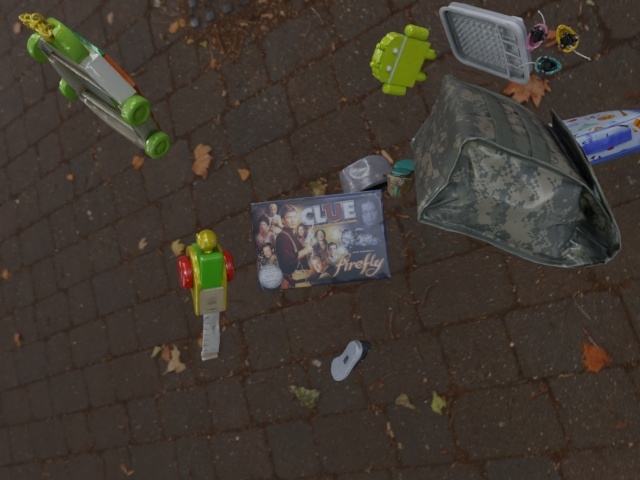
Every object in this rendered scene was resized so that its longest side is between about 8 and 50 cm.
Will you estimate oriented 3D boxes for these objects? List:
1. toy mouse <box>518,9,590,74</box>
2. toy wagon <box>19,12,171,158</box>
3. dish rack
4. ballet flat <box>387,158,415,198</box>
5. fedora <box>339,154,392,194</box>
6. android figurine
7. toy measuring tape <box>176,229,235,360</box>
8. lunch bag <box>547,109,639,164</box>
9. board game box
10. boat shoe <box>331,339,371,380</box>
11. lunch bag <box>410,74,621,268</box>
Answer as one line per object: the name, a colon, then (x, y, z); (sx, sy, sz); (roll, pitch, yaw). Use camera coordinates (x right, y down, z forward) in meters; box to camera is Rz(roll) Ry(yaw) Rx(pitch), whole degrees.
toy mouse: (0.525, -0.445, 1.106); (0.161, 0.031, 0.143); (58, 147, 2)
toy wagon: (-0.424, -0.297, 0.898); (0.267, 0.344, 0.068); (34, 74, 11)
dish rack: (0.577, -0.686, 1.624); (0.072, 0.285, 0.333); (-51, 53, 0)
ballet flat: (0.192, -0.142, 1.108); (0.073, 0.206, 0.067); (16, 112, 19)
fedora: (0.166, -0.231, 1.757); (0.276, 0.244, 0.124); (-21, 84, -16)
android figurine: (0.294, -0.648, 1.715); (0.056, 0.273, 0.248); (51, 131, 40)
toy measuring tape: (-0.246, 0.109, 1.021); (0.121, 0.121, 0.330); (30, 129, 27)
lunch bag: (0.661, -0.246, 1.241); (0.304, 0.243, 0.114); (-20, 106, 2)
board game box: (0.000, 0.000, 0.884); (0.243, 0.042, 0.165); (-6, 91, 3)
boat shoe: (0.066, 0.260, 1.025); (0.142, 0.040, 0.049); (-60, 42, 44)
lunch bag: (0.298, -0.101, 0.714); (0.287, 0.235, 0.169); (19, 129, -7)
